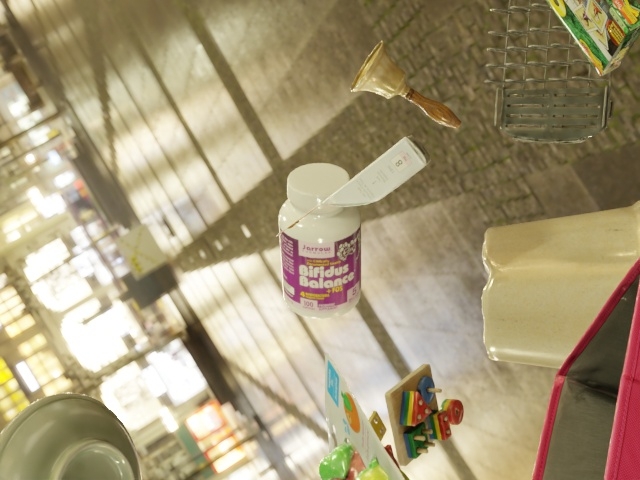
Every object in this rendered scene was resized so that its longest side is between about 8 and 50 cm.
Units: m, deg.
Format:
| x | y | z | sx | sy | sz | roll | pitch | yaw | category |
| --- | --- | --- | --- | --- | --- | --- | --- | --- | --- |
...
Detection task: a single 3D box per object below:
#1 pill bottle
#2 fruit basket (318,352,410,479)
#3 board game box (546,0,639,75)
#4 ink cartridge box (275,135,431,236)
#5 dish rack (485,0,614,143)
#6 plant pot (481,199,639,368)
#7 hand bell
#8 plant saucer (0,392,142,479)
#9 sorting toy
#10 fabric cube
| x | y | z | sx | sy | sz | roll | pitch | yaw | category |
| --- | --- | --- | --- | --- | --- | --- | --- | --- | --- |
| 0.000 | 0.000 | 2.034 | 0.169 | 0.169 | 0.301 | 47 | 148 | 47 | pill bottle |
| 0.068 | 0.378 | 1.321 | 0.353 | 0.165 | 0.327 | 49 | 150 | 44 | fruit basket |
| 0.244 | -0.302 | 1.042 | 0.259 | 0.030 | 0.136 | 58 | -179 | 11 | board game box |
| 0.055 | -0.067 | 1.460 | 0.066 | 0.232 | 0.189 | 49 | -170 | 0 | ink cartridge box |
| 0.302 | -0.266 | 1.327 | 0.208 | 0.074 | 0.271 | 9 | 98 | 53 | dish rack |
| 0.423 | 0.084 | 1.617 | 0.334 | 0.306 | 0.333 | -1 | -90 | -76 | plant pot |
| 0.199 | -0.313 | 2.134 | 0.242 | 0.126 | 0.126 | 31 | 173 | -10 | hand bell |
| -0.467 | 0.496 | 1.925 | 0.101 | 0.400 | 0.400 | -10 | 118 | 34 | plant saucer |
| 0.167 | 0.296 | 1.663 | 0.046 | 0.274 | 0.132 | -3 | 105 | 38 | sorting toy |
| 0.335 | 0.210 | 0.844 | 0.258 | 0.259 | 0.254 | 20 | 147 | 4 | fabric cube |
